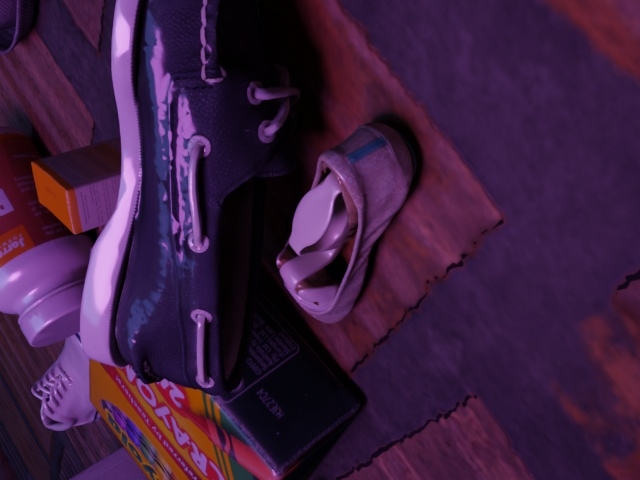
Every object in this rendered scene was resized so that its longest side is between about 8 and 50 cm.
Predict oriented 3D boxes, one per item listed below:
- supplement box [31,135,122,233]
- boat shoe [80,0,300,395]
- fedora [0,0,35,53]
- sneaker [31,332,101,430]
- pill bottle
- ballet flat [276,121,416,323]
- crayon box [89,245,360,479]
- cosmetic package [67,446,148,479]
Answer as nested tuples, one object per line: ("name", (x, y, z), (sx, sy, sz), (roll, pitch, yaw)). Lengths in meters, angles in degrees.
("supplement box", (-0.147, -0.045, 0.562), (0.062, 0.098, 0.036), (32, 134, 42))
("boat shoe", (-0.055, -0.052, 0.416), (0.091, 0.114, 0.302), (19, 120, 9))
("fedora", (-0.351, -0.284, 0.661), (0.244, 0.124, 0.275), (41, 142, 32))
("sneaker", (-0.312, 0.183, 0.984), (0.094, 0.091, 0.258), (51, 147, 20))
("pill bottle", (-0.313, -0.002, 0.819), (0.216, 0.121, 0.121), (56, 148, 11))
("ballet flat", (0.000, 0.000, 0.423), (0.057, 0.052, 0.168), (49, 146, 21))
("crayon box", (-0.101, 0.143, 0.636), (0.202, 0.081, 0.318), (46, 147, 17))
("cosmetic package", (-0.252, 0.389, 0.991), (0.184, 0.151, 0.151), (11, 123, 52))
